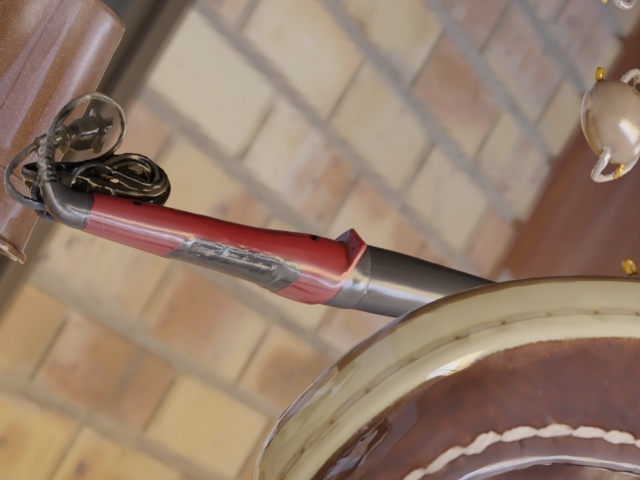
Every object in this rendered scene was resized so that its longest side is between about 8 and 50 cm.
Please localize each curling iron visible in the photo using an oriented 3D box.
[{"bbox_3d":[0.000,0.000,0.845,0.274,0.068,0.035,17,140,-19],"label":"curling iron"}]

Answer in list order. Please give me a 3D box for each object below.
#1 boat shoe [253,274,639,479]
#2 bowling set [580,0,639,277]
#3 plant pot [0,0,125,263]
[{"bbox_3d":[0.132,0.122,0.476,0.342,0.123,0.123,34,-157,-35],"label":"boat shoe"},{"bbox_3d":[0.250,-0.082,1.136,0.200,0.287,0.154,-15,178,31],"label":"bowling set"},{"bbox_3d":[-0.216,-0.097,1.248,0.167,0.165,0.167,31,173,4],"label":"plant pot"}]
